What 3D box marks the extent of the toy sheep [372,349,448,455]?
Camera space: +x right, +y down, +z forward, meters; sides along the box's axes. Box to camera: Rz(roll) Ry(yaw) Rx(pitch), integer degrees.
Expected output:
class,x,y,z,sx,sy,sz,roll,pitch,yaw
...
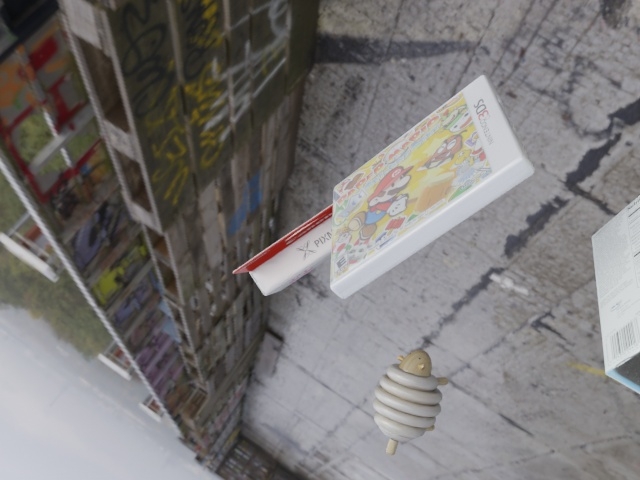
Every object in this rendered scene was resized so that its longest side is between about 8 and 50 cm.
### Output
class,x,y,z,sx,sy,sz,roll,pitch,yaw
toy sheep,0.105,0.196,0.808,0.091,0.132,0.091,13,179,0

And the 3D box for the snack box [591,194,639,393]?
class,x,y,z,sx,sy,sz,roll,pitch,yaw
snack box,0.361,-0.025,0.551,0.060,0.187,0.322,27,134,-9

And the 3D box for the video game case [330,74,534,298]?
class,x,y,z,sx,sy,sz,roll,pitch,yaw
video game case,0.102,-0.063,0.712,0.227,0.206,0.026,-36,115,23

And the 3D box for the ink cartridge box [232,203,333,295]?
class,x,y,z,sx,sy,sz,roll,pitch,yaw
ink cartridge box,0.000,0.000,1.165,0.060,0.275,0.239,56,-174,4
